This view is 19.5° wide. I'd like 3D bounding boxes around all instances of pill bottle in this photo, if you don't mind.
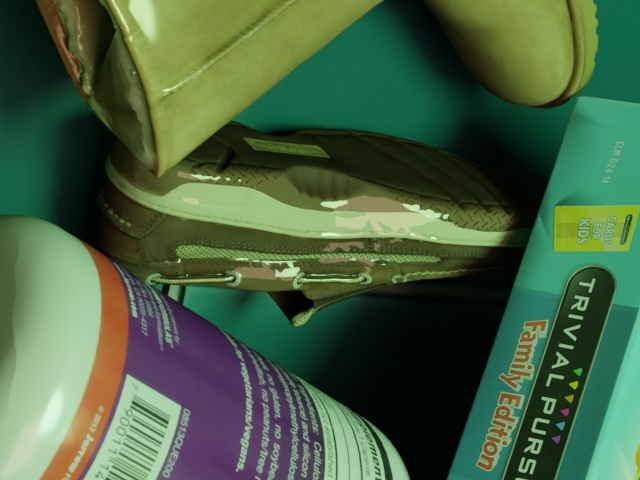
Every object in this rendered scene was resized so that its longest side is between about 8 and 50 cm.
[{"bbox_3d":[-0.077,0.133,0.927,0.323,0.181,0.181,35,87,-36],"label":"pill bottle"}]

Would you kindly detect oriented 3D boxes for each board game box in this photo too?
[{"bbox_3d":[0.162,0.130,1.026,0.254,0.079,0.336,47,59,-54],"label":"board game box"}]

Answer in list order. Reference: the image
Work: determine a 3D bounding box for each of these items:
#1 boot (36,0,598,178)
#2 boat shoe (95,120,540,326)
[{"bbox_3d":[0.004,-0.112,0.917,0.269,0.089,0.236,-39,117,-31],"label":"boot"},{"bbox_3d":[-0.003,-0.004,0.991,0.258,0.095,0.095,8,116,-28],"label":"boat shoe"}]
